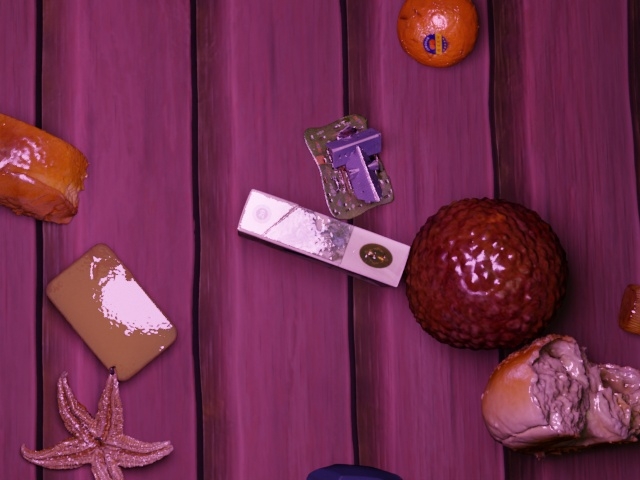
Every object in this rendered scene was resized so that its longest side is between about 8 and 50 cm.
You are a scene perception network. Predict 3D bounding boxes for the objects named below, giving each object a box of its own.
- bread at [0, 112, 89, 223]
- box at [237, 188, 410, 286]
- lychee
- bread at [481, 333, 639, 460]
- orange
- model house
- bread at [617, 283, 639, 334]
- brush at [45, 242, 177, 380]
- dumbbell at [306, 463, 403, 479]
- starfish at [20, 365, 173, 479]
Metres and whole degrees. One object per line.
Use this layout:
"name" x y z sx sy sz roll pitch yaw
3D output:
"bread" -0.479 -0.125 1.541 0.229 0.139 0.143 19 76 -4
"box" 0.000 -0.001 1.554 0.257 0.164 0.069 20 86 -4
"lychee" 0.252 0.051 1.524 0.261 0.260 0.260 0 85 -5
"bread" 0.367 0.252 1.554 0.314 0.192 0.171 9 62 -35
"orange" 0.193 -0.353 1.624 0.136 0.135 0.117 14 50 -4
"model house" 0.052 -0.126 1.607 0.117 0.088 0.166 -18 87 -7
"bread" 0.528 0.115 1.635 0.053 0.085 0.085 13 84 2
"brush" -0.328 0.114 1.567 0.123 0.059 0.197 -40 90 -10
"dumbbell" 0.042 0.513 1.526 0.144 0.160 0.324 2 84 26
"starfish" -0.351 0.310 1.549 0.241 0.043 0.227 -8 94 2
